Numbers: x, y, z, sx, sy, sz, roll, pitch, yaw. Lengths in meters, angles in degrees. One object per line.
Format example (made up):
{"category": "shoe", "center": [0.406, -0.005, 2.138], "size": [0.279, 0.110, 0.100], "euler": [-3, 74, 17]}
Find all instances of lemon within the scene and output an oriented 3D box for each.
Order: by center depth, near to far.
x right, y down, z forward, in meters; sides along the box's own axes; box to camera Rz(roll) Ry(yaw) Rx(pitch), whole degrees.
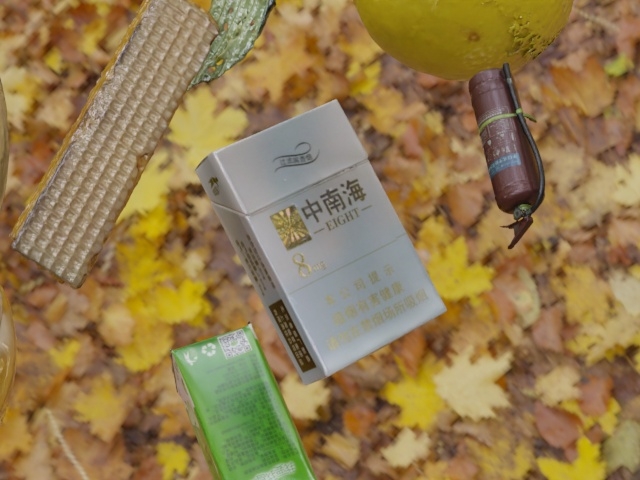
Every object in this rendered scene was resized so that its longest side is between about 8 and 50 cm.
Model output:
{"category": "lemon", "center": [0.153, -0.310, 1.538], "size": [0.258, 0.310, 0.257], "euler": [-12, 71, 40]}

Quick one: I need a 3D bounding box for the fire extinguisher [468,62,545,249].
{"category": "fire extinguisher", "center": [0.141, -0.063, 1.011], "size": [0.056, 0.039, 0.132], "euler": [-42, 49, 47]}

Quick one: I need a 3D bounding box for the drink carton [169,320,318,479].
{"category": "drink carton", "center": [-0.081, 0.242, 1.620], "size": [0.108, 0.161, 0.271], "euler": [-21, 67, -11]}

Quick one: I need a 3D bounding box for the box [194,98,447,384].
{"category": "box", "center": [0.000, 0.000, 1.348], "size": [0.155, 0.067, 0.242], "euler": [-27, 88, -29]}

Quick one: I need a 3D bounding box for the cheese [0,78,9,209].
{"category": "cheese", "center": [-0.247, -0.069, 0.538], "size": [0.266, 0.233, 0.127], "euler": [24, 52, 17]}

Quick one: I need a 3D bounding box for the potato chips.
{"category": "potato chips", "center": [-0.111, -0.249, 1.621], "size": [0.092, 0.028, 0.207], "euler": [38, 104, 35]}

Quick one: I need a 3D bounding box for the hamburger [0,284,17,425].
{"category": "hamburger", "center": [-0.362, 0.098, 1.062], "size": [0.277, 0.237, 0.276], "euler": [-4, 59, 7]}

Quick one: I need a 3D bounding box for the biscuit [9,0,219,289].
{"category": "biscuit", "center": [-0.221, -0.119, 1.501], "size": [0.054, 0.094, 0.378], "euler": [-24, 38, 57]}
